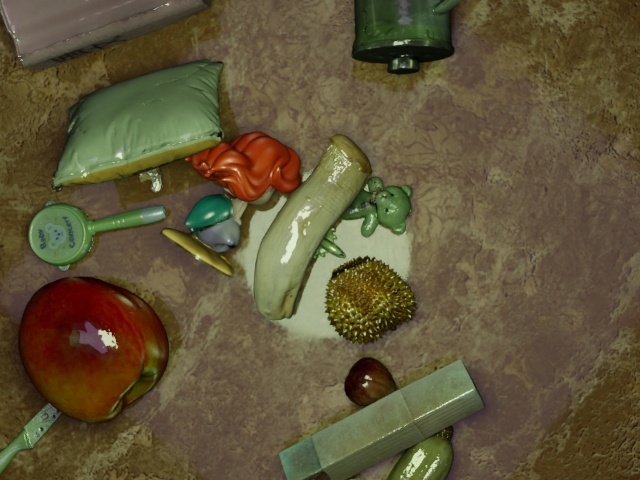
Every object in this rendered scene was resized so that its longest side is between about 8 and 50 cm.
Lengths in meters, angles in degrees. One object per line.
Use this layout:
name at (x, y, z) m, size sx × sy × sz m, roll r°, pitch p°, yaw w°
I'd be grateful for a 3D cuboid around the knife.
knife at (-0.553, 0.376, 1.901) m, size 0.043 × 0.020 × 0.293 m, roll 43°, pitch 88°, yaw 6°

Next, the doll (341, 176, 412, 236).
doll at (0.092, -0.066, 1.869) m, size 0.150 × 0.077 × 0.115 m, roll 5°, pitch 78°, yaw 13°

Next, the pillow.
pillow at (-0.313, -0.209, 1.796) m, size 0.310 × 0.312 × 0.119 m, roll -19°, pitch 124°, yaw 4°

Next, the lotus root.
lotus root at (0.186, 0.410, 1.842) m, size 0.090 × 0.077 × 0.183 m, roll 31°, pitch 83°, yaw 25°

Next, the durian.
durian at (0.082, 0.110, 1.833) m, size 0.168 × 0.137 × 0.158 m, roll 46°, pitch 69°, yaw -6°

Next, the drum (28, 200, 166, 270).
drum at (-0.422, -0.043, 1.894) m, size 0.253 × 0.049 × 0.130 m, roll -28°, pitch 87°, yaw 1°

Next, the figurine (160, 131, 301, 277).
figurine at (-0.160, -0.084, 1.815) m, size 0.208 × 0.181 × 0.257 m, roll 31°, pitch 89°, yaw -18°

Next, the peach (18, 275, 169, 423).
peach at (-0.417, 0.174, 1.824) m, size 0.274 × 0.245 × 0.248 m, roll 37°, pitch 59°, yaw 14°

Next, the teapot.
teapot at (0.164, -0.468, 1.797) m, size 0.270 × 0.200 × 0.337 m, roll -1°, pitch 90°, yaw 46°

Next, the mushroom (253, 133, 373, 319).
mushroom at (-0.022, -0.021, 1.813) m, size 0.122 × 0.095 × 0.351 m, roll 28°, pitch 92°, yaw -32°

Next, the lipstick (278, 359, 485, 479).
lipstick at (0.109, 0.339, 1.823) m, size 0.371 × 0.080 × 0.076 m, roll -28°, pitch 47°, yaw 5°

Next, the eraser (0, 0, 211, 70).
eraser at (-0.407, -0.495, 1.853) m, size 0.359 × 0.122 × 0.272 m, roll -18°, pitch 91°, yaw 7°

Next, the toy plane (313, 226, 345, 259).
toy plane at (0.000, 0.000, 1.882) m, size 0.111 × 0.040 × 0.102 m, roll 33°, pitch 91°, yaw 2°

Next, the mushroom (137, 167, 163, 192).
mushroom at (-0.325, -0.136, 1.909) m, size 0.049 × 0.019 × 0.101 m, roll -30°, pitch 87°, yaw 2°

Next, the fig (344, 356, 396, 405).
fig at (0.107, 0.270, 1.856) m, size 0.125 × 0.089 × 0.089 m, roll 27°, pitch 89°, yaw -15°

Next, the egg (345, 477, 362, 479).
egg at (0.050, 0.476, 1.845) m, size 0.096 × 0.080 × 0.080 m, roll -40°, pitch 87°, yaw 8°
